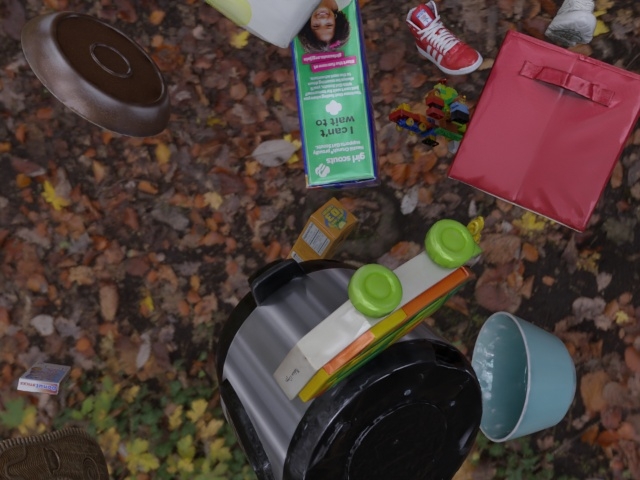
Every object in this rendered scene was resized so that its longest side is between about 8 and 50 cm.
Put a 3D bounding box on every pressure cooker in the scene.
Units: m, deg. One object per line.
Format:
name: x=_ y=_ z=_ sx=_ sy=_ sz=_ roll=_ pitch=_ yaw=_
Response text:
pressure cooker: x=0.024 y=0.240 z=1.270 sx=0.420 sy=0.375 sz=0.370 roll=43 pitch=117 yaw=50

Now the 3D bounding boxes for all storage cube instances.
storage cube: x=0.296 y=-0.139 z=0.952 sx=0.183 sy=0.215 sz=0.193 roll=25 pitch=102 yaw=14

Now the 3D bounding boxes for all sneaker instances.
sneaker: x=-0.399 y=0.316 z=0.947 sx=0.153 sy=0.282 sz=0.099 roll=-24 pitch=71 yaw=6
sneaker: x=0.544 y=-0.485 z=1.565 sx=0.090 sy=0.232 sz=0.115 roll=23 pitch=104 yaw=0
sneaker: x=0.141 y=-0.240 z=0.863 sx=0.042 sy=0.118 sz=0.067 roll=-39 pitch=131 yaw=-4

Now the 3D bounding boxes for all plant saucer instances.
plant saucer: x=-0.406 y=-0.328 z=1.385 sx=0.310 sy=0.310 sz=0.050 roll=49 pitch=119 yaw=4

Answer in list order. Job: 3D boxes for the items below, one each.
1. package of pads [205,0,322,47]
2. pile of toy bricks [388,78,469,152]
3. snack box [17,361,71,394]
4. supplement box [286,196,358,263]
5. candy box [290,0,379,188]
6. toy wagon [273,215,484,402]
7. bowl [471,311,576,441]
package of pads: x=-0.098 y=-0.390 z=0.840 sx=0.296 sy=0.101 sz=0.229 roll=30 pitch=115 yaw=-23
pile of toy bricks: x=0.225 y=-0.234 z=1.303 sx=0.118 sy=0.212 sz=0.105 roll=-20 pitch=65 yaw=46
snack box: x=-0.480 y=0.239 z=1.280 sx=0.064 sy=0.178 sz=0.022 roll=12 pitch=87 yaw=-12
supplement box: x=0.000 y=0.000 z=1.589 sx=0.080 sy=0.078 sz=0.233 roll=46 pitch=151 yaw=5
candy box: x=0.028 y=-0.245 z=1.248 sx=0.122 sy=0.268 sz=0.317 roll=-8 pitch=91 yaw=6
toy wagon: x=0.098 y=0.073 z=0.904 sx=0.068 sy=0.344 sz=0.267 roll=53 pitch=149 yaw=14
bowl: x=0.500 y=0.333 z=1.773 sx=0.163 sy=0.311 sz=0.312 roll=6 pitch=114 yaw=-12
